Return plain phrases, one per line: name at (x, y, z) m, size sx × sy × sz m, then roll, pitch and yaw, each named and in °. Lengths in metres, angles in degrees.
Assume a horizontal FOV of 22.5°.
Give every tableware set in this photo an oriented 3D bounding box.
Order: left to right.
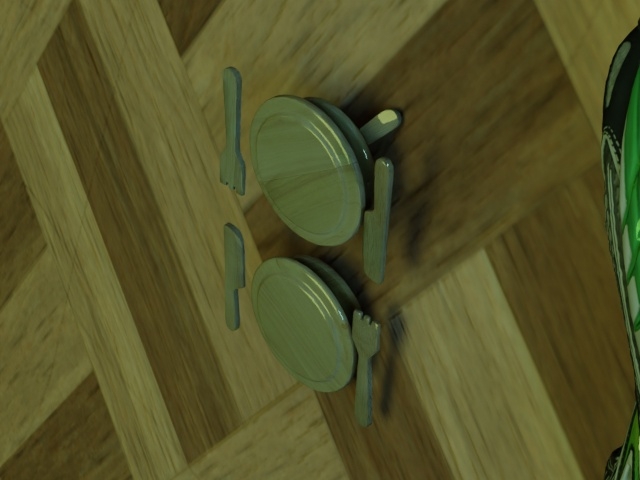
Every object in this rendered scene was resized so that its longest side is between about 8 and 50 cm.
tableware set at (0.000, 0.000, 0.901) m, size 0.128 × 0.039 × 0.194 m, roll 34°, pitch 138°, yaw 34°

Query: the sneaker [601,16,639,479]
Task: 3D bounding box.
sneaker at (0.147, 0.082, 0.592) m, size 0.146 × 0.134 × 0.343 m, roll 9°, pitch 111°, yaw 59°
